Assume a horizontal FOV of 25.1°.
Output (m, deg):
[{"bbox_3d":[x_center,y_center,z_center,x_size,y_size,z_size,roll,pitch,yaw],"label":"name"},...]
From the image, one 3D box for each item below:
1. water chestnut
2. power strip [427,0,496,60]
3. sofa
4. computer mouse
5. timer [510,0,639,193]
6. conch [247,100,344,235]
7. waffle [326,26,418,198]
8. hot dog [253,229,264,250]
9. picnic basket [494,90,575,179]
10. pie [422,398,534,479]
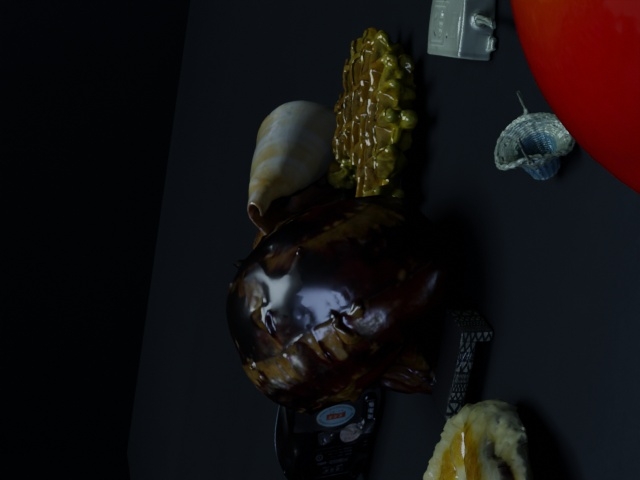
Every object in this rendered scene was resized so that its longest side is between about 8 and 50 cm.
[{"bbox_3d":[0.036,0.086,1.665,0.300,0.300,0.300,-178,90,-75],"label":"water chestnut"},{"bbox_3d":[0.163,-0.238,1.592,0.175,0.042,0.075,-149,63,-72],"label":"power strip"},{"bbox_3d":[0.155,0.139,1.587,0.060,0.039,0.118,-118,33,-63],"label":"sofa"},{"bbox_3d":[0.005,0.229,1.933,0.096,0.137,0.233,-120,33,-55],"label":"computer mouse"},{"bbox_3d":[0.262,-0.194,0.796,0.378,0.279,0.378,-175,90,-75],"label":"timer"},{"bbox_3d":[-0.053,-0.102,2.047,0.255,0.127,0.158,-44,-48,-45],"label":"conch"},{"bbox_3d":[0.072,-0.142,1.875,0.293,0.069,0.260,-110,28,-60],"label":"waffle"},{"bbox_3d":[-0.020,0.087,2.076,0.196,0.122,0.272,112,153,-45],"label":"hot dog"},{"bbox_3d":[0.202,-0.096,1.377,0.083,0.083,0.065,47,-140,-43],"label":"picnic basket"},{"bbox_3d":[0.169,0.327,1.456,0.339,0.077,0.339,179,90,-78],"label":"pie"}]
